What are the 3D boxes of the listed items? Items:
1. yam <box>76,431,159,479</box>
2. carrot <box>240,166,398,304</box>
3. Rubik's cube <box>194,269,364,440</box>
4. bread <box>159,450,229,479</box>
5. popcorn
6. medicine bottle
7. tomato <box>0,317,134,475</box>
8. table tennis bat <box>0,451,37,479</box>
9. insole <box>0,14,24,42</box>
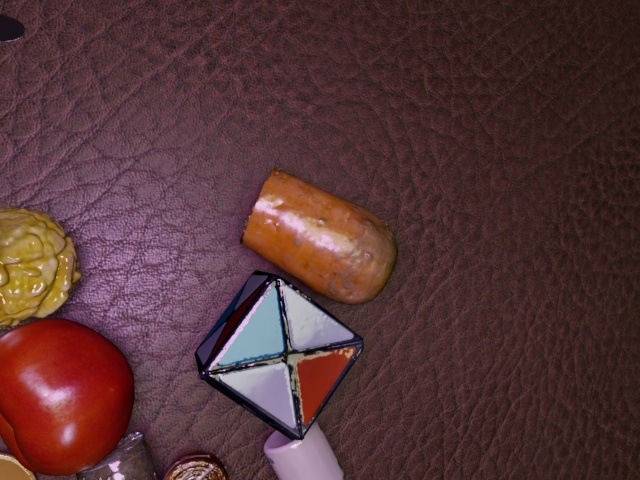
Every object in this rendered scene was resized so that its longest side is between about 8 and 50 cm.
[{"bbox_3d":[-0.376,0.509,0.988,0.154,0.154,0.254,-17,72,-19],"label":"yam"},{"bbox_3d":[0.000,0.000,1.157,0.341,0.224,0.224,26,78,-7],"label":"carrot"},{"bbox_3d":[-0.095,0.230,1.088,0.246,0.248,0.250,38,76,-11],"label":"Rubik's cube"},{"bbox_3d":[-0.269,0.539,1.095,0.161,0.073,0.160,1,86,-19],"label":"bread"},{"bbox_3d":[-0.571,0.049,0.965,0.212,0.259,0.259,39,75,-26],"label":"popcorn"},{"bbox_3d":[-0.017,0.528,1.148,0.139,0.139,0.236,-30,96,-18],"label":"medicine bottle"},{"bbox_3d":[-0.475,0.283,0.956,0.226,0.299,0.298,-24,94,-43],"label":"tomato"},{"bbox_3d":[-0.662,0.458,0.984,0.199,0.050,0.320,-11,93,-20],"label":"table tennis bat"},{"bbox_3d":[-0.718,-0.444,1.061,0.189,0.004,0.064,1,85,-18],"label":"insole"}]
